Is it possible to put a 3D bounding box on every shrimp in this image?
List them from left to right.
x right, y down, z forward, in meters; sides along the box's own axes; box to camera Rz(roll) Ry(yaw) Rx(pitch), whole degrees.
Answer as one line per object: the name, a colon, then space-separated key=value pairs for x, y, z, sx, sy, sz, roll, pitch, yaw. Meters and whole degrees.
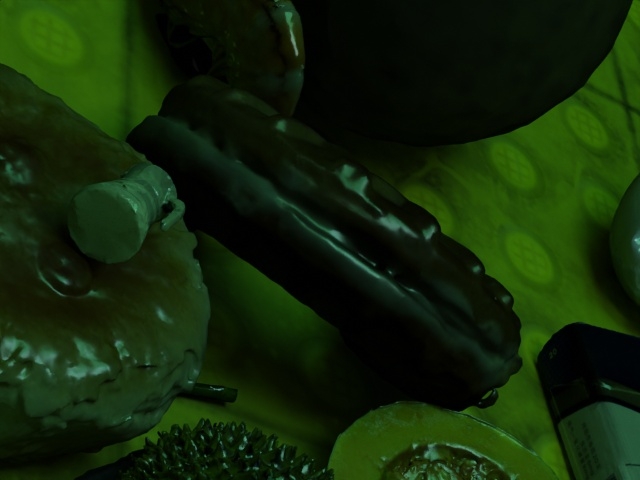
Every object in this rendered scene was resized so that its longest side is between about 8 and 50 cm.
shrimp: x=-0.097 y=-0.184 z=1.623 sx=0.063 sy=0.152 sz=0.287 roll=-12 pitch=30 yaw=-30

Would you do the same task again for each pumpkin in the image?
pumpkin: x=0.091 y=0.232 z=1.398 sx=0.217 sy=0.110 sz=0.217 roll=10 pitch=50 yaw=-13

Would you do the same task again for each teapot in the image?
teapot: x=-0.127 y=-0.023 z=1.245 sx=0.067 sy=0.057 sz=0.083 roll=13 pitch=25 yaw=14

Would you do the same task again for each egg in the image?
egg: x=0.392 y=-0.010 z=1.876 sx=0.183 sy=0.183 sz=0.217 roll=44 pitch=25 yaw=-2

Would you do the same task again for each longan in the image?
longan: x=0.111 y=-0.280 z=1.688 sx=0.391 sy=0.391 sz=0.391 roll=26 pitch=40 yaw=-24

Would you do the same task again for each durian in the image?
durian: x=-0.024 y=0.192 z=1.243 sx=0.220 sy=0.095 sz=0.137 roll=40 pitch=56 yaw=-7

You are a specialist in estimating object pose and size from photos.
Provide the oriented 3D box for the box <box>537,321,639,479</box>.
box: x=0.306 y=0.203 z=1.663 sx=0.168 sy=0.071 sz=0.259 roll=14 pitch=45 yaw=-33

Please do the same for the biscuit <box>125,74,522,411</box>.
biscuit: x=0.009 y=0.005 z=1.446 sx=0.366 sy=0.115 sz=0.268 roll=36 pitch=-5 yaw=-4

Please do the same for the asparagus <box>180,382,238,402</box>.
asparagus: x=-0.132 y=0.106 z=1.379 sx=0.162 sy=0.016 sz=0.016 roll=13 pitch=25 yaw=-35

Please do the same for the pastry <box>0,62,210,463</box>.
pastry: x=-0.221 y=0.021 z=1.271 sx=0.329 sy=0.136 sz=0.330 roll=26 pitch=39 yaw=-23

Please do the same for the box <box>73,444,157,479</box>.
box: x=-0.093 y=0.237 z=1.268 sx=0.201 sy=0.042 sz=0.212 roll=53 pitch=37 yaw=11
